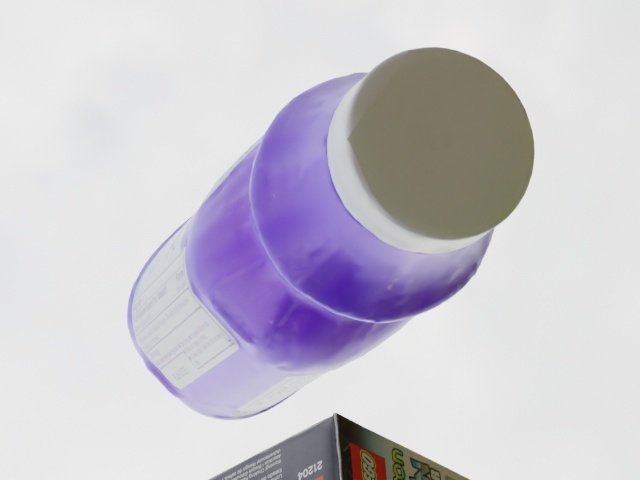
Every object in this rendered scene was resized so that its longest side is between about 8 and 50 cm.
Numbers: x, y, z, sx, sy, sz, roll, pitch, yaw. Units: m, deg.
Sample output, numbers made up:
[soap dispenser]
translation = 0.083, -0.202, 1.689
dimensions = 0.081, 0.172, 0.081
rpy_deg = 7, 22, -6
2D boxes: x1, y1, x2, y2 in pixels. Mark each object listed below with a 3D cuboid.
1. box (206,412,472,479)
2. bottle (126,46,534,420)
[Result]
[box]
translation = -0.032, 0.131, 0.601
dimensions = 0.114, 0.207, 0.036
rpy_deg = 31, -139, -39
[bottle]
translation = 0.000, 0.000, 0.706
dimensions = 0.118, 0.283, 0.092
rpy_deg = -42, -89, -20
